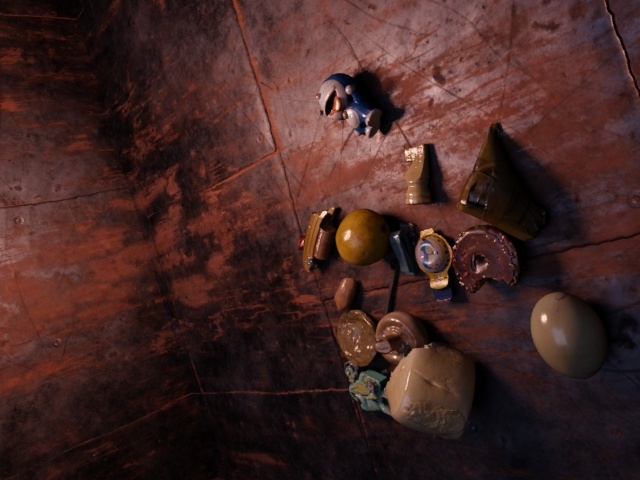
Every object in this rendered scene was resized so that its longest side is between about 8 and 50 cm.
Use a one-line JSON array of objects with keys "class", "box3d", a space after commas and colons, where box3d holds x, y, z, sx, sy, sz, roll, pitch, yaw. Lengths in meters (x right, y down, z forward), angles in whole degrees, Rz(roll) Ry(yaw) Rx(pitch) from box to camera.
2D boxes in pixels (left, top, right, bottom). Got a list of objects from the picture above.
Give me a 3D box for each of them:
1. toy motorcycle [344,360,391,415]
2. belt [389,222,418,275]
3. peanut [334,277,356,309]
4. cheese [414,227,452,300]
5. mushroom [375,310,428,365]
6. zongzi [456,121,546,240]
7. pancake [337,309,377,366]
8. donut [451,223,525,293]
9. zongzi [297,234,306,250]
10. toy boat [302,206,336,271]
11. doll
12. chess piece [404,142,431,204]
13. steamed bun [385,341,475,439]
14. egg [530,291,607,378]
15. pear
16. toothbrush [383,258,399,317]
[{"class": "toy motorcycle", "box3d": [0.206, 0.613, 2.154, 0.296, 0.109, 0.199, 15, 115, 43]}, {"class": "belt", "box3d": [0.306, 0.036, 1.903, 0.065, 0.100, 0.179, 1, 118, 44]}, {"class": "peanut", "box3d": [0.102, 0.214, 2.155, 0.076, 0.076, 0.152, 36, 121, 32]}, {"class": "cheese", "box3d": [0.393, 0.084, 1.823, 0.156, 0.064, 0.250, -18, 87, 48]}, {"class": "mushroom", "box3d": [0.275, 0.362, 1.926, 0.207, 0.215, 0.208, 6, 99, 38]}, {"class": "zongzi", "box3d": [0.565, -0.170, 1.570, 0.260, 0.123, 0.289, 26, 80, 7]}, {"class": "pancake", "box3d": [0.157, 0.393, 2.163, 0.241, 0.050, 0.242, 9, 101, 53]}, {"class": "donut", "box3d": [0.521, 0.054, 1.663, 0.230, 0.095, 0.216, -34, 76, 46]}, {"class": "zongzi", "box3d": [-0.071, 0.001, 2.289, 0.073, 0.067, 0.083, 33, 106, 48]}, {"class": "toy boat", "box3d": [0.000, 0.000, 2.177, 0.115, 0.089, 0.310, 33, 124, 30]}, {"class": "doll", "box3d": [0.100, -0.468, 1.883, 0.257, 0.161, 0.215, 44, 155, 23]}, {"class": "chess piece", "box3d": [0.326, -0.220, 1.795, 0.090, 0.090, 0.201, -1, 91, 45]}, {"class": "steamed bun", "box3d": [0.381, 0.490, 1.802, 0.290, 0.273, 0.273, 9, 110, 0]}, {"class": "egg", "box3d": [0.691, 0.264, 1.491, 0.186, 0.186, 0.253, -23, 89, 46]}, {"class": "pear", "box3d": [0.159, -0.014, 1.926, 0.208, 0.208, 0.209, 16, 114, 41]}, {"class": "toothbrush", "box3d": [0.262, 0.203, 2.022, 0.030, 0.030, 0.298, -129, 40, -57]}]
